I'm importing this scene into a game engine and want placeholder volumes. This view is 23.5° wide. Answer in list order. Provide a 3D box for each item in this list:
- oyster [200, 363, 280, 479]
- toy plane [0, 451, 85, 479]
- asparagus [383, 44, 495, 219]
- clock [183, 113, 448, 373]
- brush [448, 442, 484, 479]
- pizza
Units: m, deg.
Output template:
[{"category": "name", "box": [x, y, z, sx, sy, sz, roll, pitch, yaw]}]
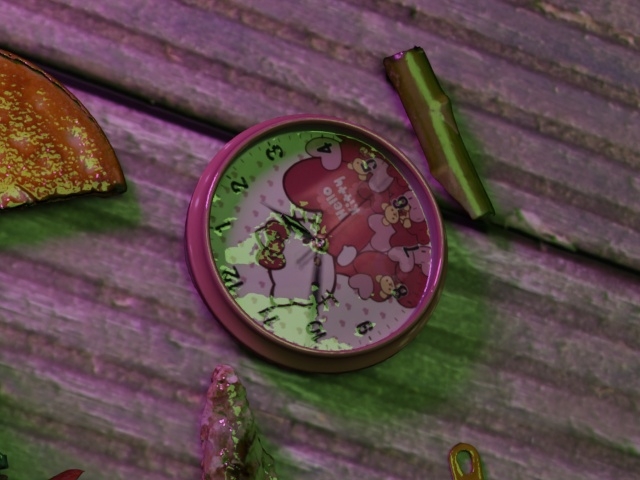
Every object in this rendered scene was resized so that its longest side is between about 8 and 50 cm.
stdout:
[{"category": "oyster", "box": [-0.064, 0.209, 1.277, 0.106, 0.061, 0.200, -34, 83, -22]}, {"category": "toy plane", "box": [-0.344, 0.233, 1.146, 0.326, 0.223, 0.104, -6, 109, 1]}, {"category": "asparagus", "box": [0.112, -0.097, 1.444, 0.045, 0.041, 0.178, -24, 83, 3]}, {"category": "clock", "box": [0.000, 0.000, 1.369, 0.244, 0.056, 0.244, 5, 72, -16]}, {"category": "brush", "box": [0.144, 0.276, 1.340, 0.083, 0.011, 0.205, -7, 73, -17]}, {"category": "pizza", "box": [-0.265, -0.064, 1.328, 0.185, 0.036, 0.176, 33, 68, -5]}]
